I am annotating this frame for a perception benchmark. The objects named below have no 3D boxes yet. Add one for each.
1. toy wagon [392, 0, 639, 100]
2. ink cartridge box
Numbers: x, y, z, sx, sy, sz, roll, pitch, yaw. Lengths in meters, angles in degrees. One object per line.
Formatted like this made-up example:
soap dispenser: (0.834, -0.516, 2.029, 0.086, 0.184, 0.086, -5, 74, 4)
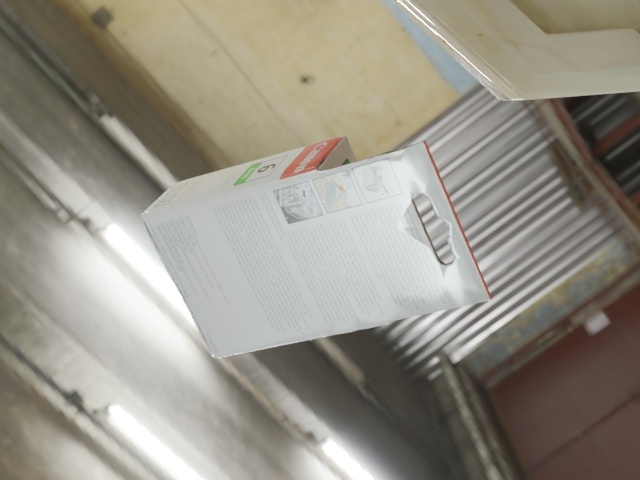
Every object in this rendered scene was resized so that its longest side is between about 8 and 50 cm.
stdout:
toy wagon: (0.152, -0.217, 0.467, 0.267, 0.344, 0.068, 41, 180, -9)
ink cartridge box: (0.000, 0.000, 0.416, 0.063, 0.115, 0.029, 65, -149, -19)
